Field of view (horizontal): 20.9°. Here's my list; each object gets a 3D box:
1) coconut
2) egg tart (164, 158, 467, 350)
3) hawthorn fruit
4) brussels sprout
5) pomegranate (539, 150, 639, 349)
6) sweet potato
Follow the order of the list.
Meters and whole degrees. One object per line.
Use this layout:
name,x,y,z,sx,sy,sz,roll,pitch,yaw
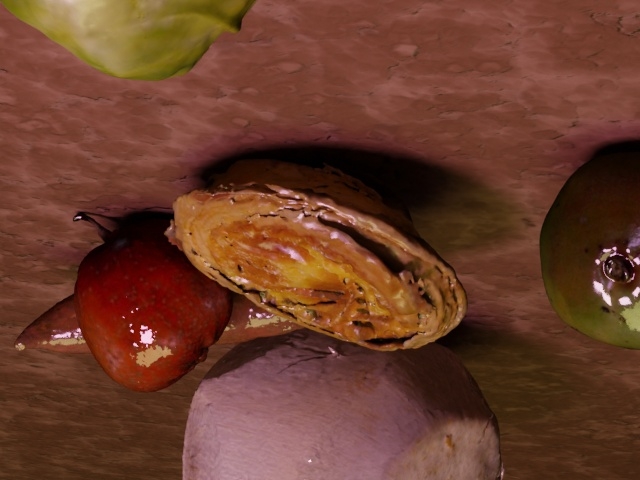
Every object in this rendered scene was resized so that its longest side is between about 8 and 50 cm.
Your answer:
coconut,0.010,0.251,1.995,0.360,0.346,0.346,16,172,40
egg tart,0.000,0.000,1.598,0.297,0.132,0.297,18,158,7
hawthorn fruit,-0.179,0.047,1.725,0.157,0.194,0.157,-38,179,-1
brussels sprout,-0.091,-0.187,0.935,0.161,0.223,0.223,12,166,25
pomegranate,0.281,0.004,1.490,0.180,0.180,0.209,-2,-171,19
sweet potato,-0.146,0.065,1.851,0.354,0.095,0.106,-7,-155,2
